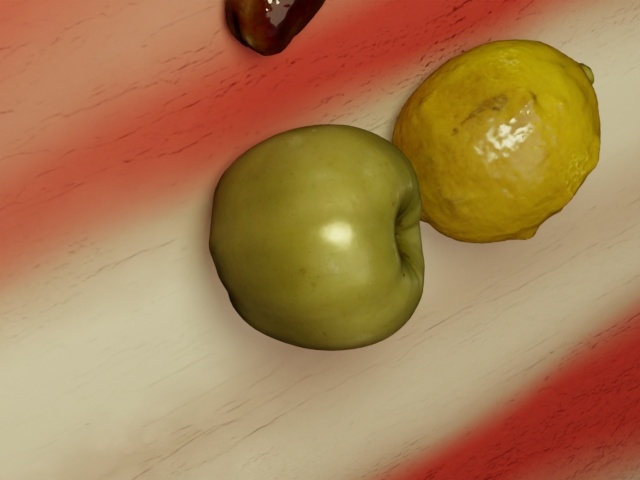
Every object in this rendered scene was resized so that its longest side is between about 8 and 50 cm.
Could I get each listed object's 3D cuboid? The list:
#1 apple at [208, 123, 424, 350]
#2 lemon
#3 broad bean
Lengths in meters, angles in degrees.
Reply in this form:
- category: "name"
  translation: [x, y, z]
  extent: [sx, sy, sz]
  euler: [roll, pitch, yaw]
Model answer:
- category: "apple"
  translation: [0.000, 0.000, 1.556]
  extent: [0.262, 0.262, 0.262]
  euler: [-17, 127, -24]
- category: "lemon"
  translation: [0.211, -0.119, 1.650]
  extent: [0.288, 0.233, 0.233]
  euler: [-39, 133, 2]
- category: "broad bean"
  translation: [-0.036, -0.283, 1.477]
  extent: [0.165, 0.084, 0.114]
  euler: [-52, 150, -3]
